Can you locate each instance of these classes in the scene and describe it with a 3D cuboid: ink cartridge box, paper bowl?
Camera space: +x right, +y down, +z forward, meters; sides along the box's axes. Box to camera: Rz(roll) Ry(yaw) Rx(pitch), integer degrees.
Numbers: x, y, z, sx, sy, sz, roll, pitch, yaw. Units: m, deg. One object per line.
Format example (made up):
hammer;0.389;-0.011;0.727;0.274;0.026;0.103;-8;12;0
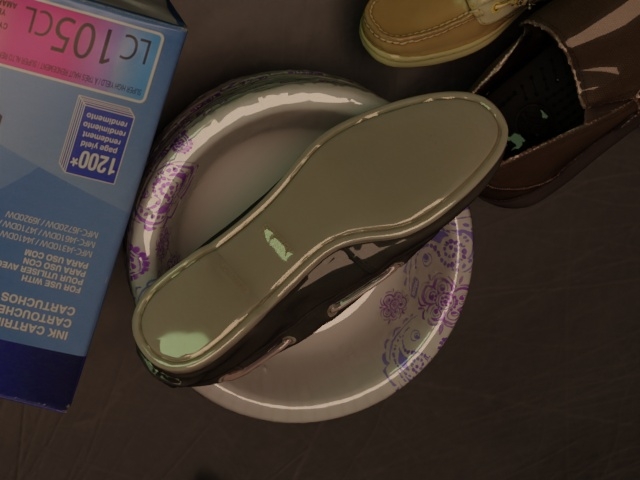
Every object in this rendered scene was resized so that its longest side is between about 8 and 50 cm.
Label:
ink cartridge box;-0.292;-0.035;1.532;0.270;0.151;0.395;14;107;-14
paper bowl;-0.025;-0.001;1.605;0.284;0.148;0.284;-3;104;-11

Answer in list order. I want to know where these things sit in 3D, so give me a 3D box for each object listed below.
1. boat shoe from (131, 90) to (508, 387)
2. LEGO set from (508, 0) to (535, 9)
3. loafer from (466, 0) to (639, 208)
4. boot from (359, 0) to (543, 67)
boat shoe;0.000;0.000;1.499;0.335;0.095;0.112;-35;71;-5
LEGO set;0.187;-0.213;1.544;0.054;0.023;0.083;-11;146;-35
loafer;0.238;-0.155;1.565;0.366;0.130;0.134;-47;70;22
boot;0.146;-0.257;1.551;0.262;0.203;0.095;-24;64;-8
